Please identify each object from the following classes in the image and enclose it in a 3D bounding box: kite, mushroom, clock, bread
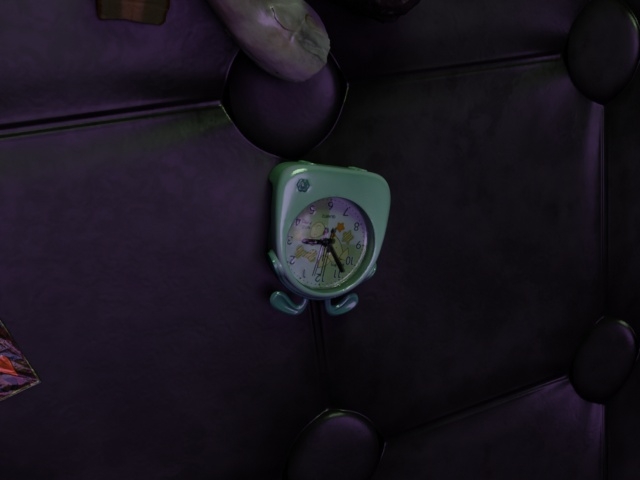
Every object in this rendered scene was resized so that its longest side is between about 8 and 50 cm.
[{"bbox_3d":[-0.360,0.137,0.666,0.125,0.008,0.222,22,92,-26],"label":"kite"},{"bbox_3d":[-0.076,-0.260,0.647,0.092,0.081,0.223,-42,128,4],"label":"mushroom"},{"bbox_3d":[0.000,0.000,0.765,0.148,0.060,0.189,6,99,-25],"label":"clock"},{"bbox_3d":[-0.194,-0.306,0.641,0.074,0.084,0.139,-2,71,-23],"label":"bread"}]

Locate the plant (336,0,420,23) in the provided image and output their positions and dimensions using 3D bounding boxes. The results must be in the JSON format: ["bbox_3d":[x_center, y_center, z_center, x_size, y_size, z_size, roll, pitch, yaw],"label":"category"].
[{"bbox_3d":[0.027,-0.330,0.670,0.203,0.142,0.131,16,104,-34],"label":"plant"}]
